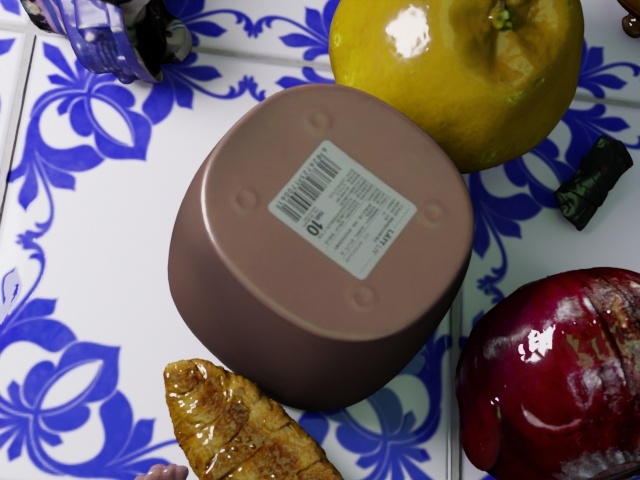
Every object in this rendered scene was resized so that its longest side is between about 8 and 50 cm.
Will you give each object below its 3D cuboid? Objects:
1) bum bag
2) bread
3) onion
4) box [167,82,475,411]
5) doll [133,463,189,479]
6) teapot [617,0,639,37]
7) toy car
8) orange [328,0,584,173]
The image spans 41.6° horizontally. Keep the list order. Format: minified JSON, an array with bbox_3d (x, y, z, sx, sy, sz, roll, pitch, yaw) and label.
[{"bbox_3d":[0.319,-0.071,0.984,0.058,0.034,0.124,42,71,-9],"label":"bum bag"},{"bbox_3d":[-0.066,0.206,0.810,0.233,0.076,0.105,39,65,8],"label":"bread"},{"bbox_3d":[0.240,0.132,0.819,0.206,0.207,0.216,-10,68,-15],"label":"onion"},{"bbox_3d":[0.000,0.000,0.818,0.300,0.216,0.301,2,70,-7],"label":"box"},{"bbox_3d":[-0.117,0.326,0.743,0.211,0.093,0.262,-19,92,-3],"label":"doll"},{"bbox_3d":[0.405,-0.295,1.056,0.129,0.078,0.098,43,30,16],"label":"teapot"},{"bbox_3d":[-0.241,-0.283,0.910,0.157,0.172,0.235,-10,75,5],"label":"toy car"},{"bbox_3d":[0.146,-0.207,0.898,0.279,0.235,0.279,1,79,-7],"label":"orange"}]
